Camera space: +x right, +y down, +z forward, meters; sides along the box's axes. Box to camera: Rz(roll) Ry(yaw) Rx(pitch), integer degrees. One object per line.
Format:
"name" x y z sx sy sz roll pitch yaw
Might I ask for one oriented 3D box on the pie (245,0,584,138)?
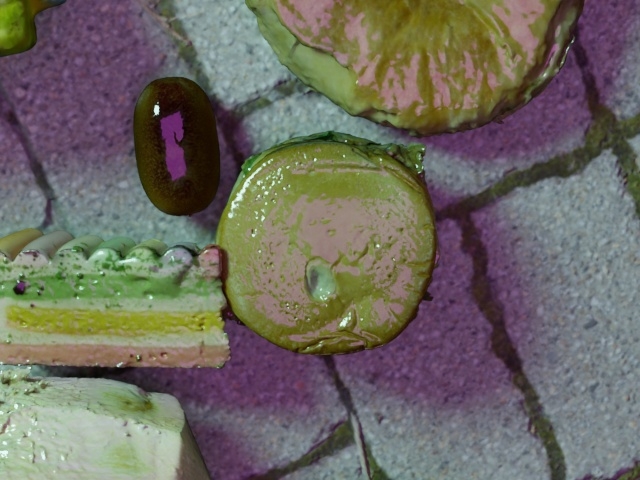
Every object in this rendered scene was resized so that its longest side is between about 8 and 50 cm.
"pie" 0.088 -0.254 1.104 0.339 0.083 0.339 -2 103 -7

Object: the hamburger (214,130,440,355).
"hamburger" 0.000 0.000 1.122 0.215 0.122 0.189 -9 100 -3

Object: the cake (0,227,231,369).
"cake" -0.188 0.049 1.100 0.225 0.090 0.109 1 103 1

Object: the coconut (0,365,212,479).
"coconut" -0.205 0.228 1.078 0.245 0.233 0.233 9 100 -9

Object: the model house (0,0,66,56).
"model house" -0.361 -0.238 0.975 0.303 0.215 0.237 -11 103 -12

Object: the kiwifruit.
"kiwifruit" -0.126 -0.082 1.109 0.075 0.075 0.124 -10 100 -7
